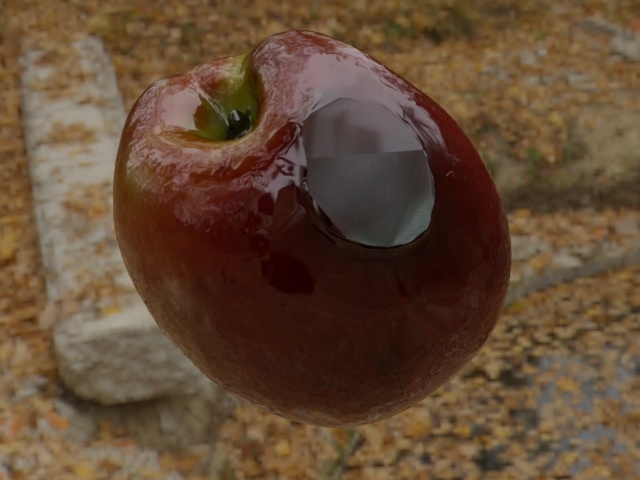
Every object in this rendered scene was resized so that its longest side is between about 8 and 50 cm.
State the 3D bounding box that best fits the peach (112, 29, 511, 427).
[{"bbox_3d":[-0.002,-0.014,1.337,0.335,0.406,0.310,-46,10,-27],"label":"peach"}]
